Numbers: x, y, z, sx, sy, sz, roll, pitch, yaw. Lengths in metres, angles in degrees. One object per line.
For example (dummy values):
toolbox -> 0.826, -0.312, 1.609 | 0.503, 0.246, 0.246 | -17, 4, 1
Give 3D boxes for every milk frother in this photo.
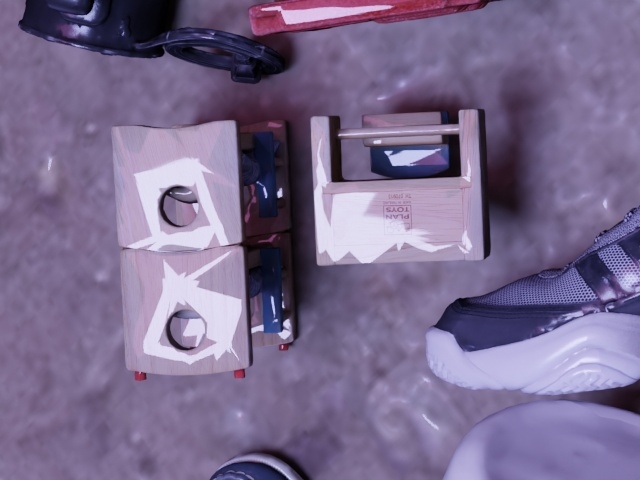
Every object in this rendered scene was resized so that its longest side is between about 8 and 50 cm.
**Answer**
milk frother -> -0.083, -0.164, 1.090 | 0.143, 0.129, 0.135 | 10, 103, -13

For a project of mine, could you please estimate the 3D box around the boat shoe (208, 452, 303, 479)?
boat shoe -> -0.029, 0.246, 1.085 | 0.095, 0.079, 0.255 | -8, 90, 33

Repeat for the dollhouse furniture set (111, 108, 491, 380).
dollhouse furniture set -> 0.000, 0.000, 1.036 | 0.183, 0.129, 0.129 | -2, 93, 11

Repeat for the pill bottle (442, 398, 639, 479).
pill bottle -> 0.094, 0.238, 0.943 | 0.169, 0.169, 0.302 | 36, 124, 25

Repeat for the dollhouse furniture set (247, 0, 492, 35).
dollhouse furniture set -> 0.140, -0.213, 0.909 | 0.374, 0.152, 0.201 | -6, 96, 12

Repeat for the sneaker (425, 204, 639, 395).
sneaker -> 0.168, -0.015, 0.934 | 0.268, 0.101, 0.153 | -11, 87, 26
